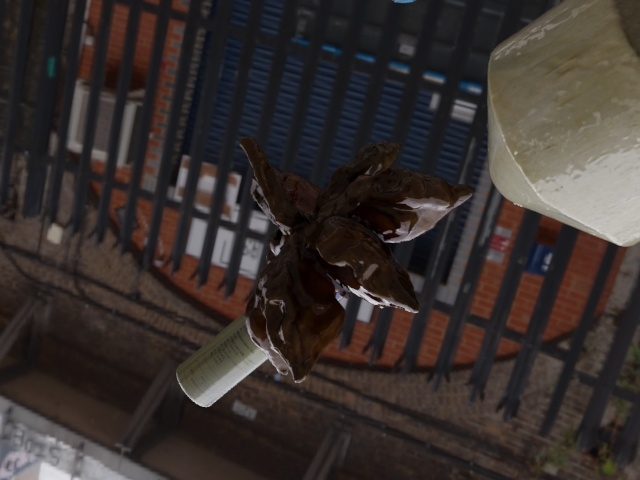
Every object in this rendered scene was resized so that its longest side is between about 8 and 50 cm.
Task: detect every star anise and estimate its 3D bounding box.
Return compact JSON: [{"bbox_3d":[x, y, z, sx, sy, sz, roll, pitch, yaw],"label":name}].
[{"bbox_3d":[0.001,0.006,0.601,0.212,0.196,0.111,10,173,44],"label":"star anise"}]

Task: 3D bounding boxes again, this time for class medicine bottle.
[{"bbox_3d":[-0.057,0.094,0.919,0.059,0.231,0.059,49,-170,-12],"label":"medicine bottle"}]

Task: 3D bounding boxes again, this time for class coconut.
[{"bbox_3d":[0.230,-0.098,0.650,0.202,0.202,0.222,1,157,-42],"label":"coconut"}]

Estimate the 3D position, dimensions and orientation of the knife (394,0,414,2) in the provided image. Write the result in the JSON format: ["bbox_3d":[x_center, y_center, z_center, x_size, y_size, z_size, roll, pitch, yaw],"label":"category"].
[{"bbox_3d":[0.065,-0.226,0.687,0.044,0.026,0.296,-4,-172,6],"label":"knife"}]
